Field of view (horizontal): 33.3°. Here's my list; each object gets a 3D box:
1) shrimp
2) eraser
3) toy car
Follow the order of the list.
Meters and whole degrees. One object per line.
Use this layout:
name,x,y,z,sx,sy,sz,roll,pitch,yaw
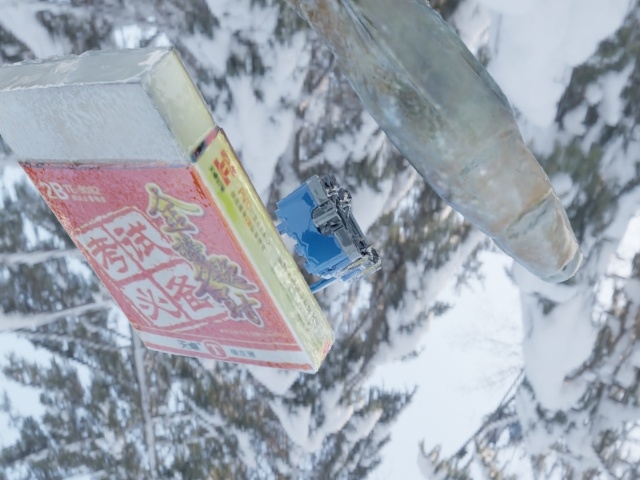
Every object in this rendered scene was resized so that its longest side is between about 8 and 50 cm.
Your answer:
shrimp,0.089,-0.145,0.908,0.110,0.446,0.221,-35,-163,17
eraser,-0.101,-0.013,0.673,0.157,0.230,0.038,3,-136,38
toy car,0.000,0.000,1.146,0.100,0.191,0.097,-30,-101,7
